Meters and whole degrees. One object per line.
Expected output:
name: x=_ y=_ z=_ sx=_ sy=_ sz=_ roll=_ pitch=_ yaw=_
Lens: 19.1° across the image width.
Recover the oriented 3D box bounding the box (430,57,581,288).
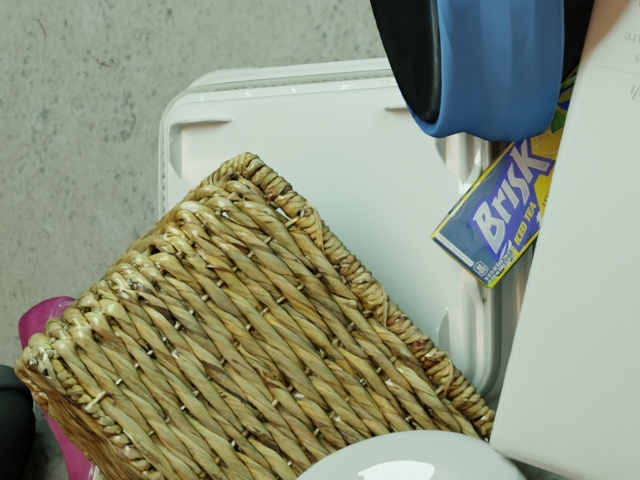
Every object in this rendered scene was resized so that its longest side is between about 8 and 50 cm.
box: x=0.152 y=-0.047 z=1.330 sx=0.059 sy=0.054 sz=0.169 roll=40 pitch=94 yaw=3

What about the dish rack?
dish rack: x=0.000 y=0.000 z=1.458 sx=0.333 sy=0.072 sz=0.285 roll=-2 pitch=87 yaw=32

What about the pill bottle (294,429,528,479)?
pill bottle: x=0.090 y=0.300 z=1.242 sx=0.188 sy=0.188 sz=0.334 roll=5 pitch=133 yaw=33

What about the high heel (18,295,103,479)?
high heel: x=-0.202 y=0.167 z=1.585 sx=0.117 sy=0.082 sz=0.244 roll=-11 pitch=88 yaw=43

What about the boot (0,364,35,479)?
boot: x=-0.243 y=0.377 z=1.561 sx=0.445 sy=0.146 sz=0.367 roll=52 pitch=124 yaw=27

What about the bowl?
bowl: x=0.067 y=-0.250 z=1.236 sx=0.077 sy=0.391 sz=0.391 roll=-13 pitch=80 yaw=-4

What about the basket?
basket: x=-0.048 y=0.123 z=1.400 sx=0.299 sy=0.213 sz=0.223 roll=46 pitch=75 yaw=-2

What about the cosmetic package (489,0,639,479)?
cosmetic package: x=0.270 y=-0.070 z=1.185 sx=0.161 sy=0.230 sz=0.453 roll=18 pitch=100 yaw=31
